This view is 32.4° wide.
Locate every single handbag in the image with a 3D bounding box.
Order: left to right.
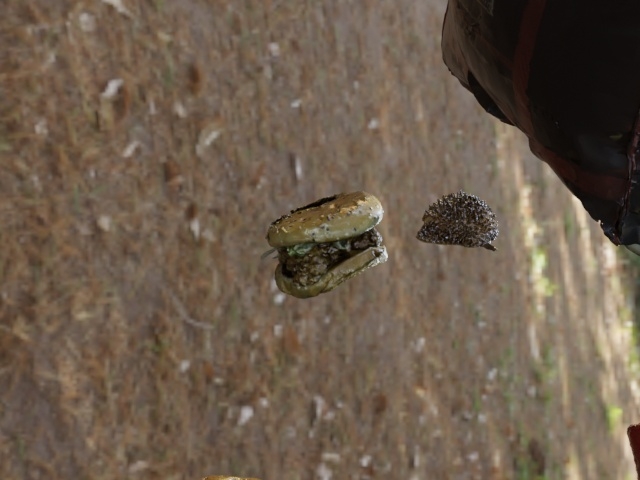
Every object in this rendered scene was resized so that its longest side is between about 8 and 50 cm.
[{"bbox_3d":[0.144,-0.116,0.543,0.215,0.155,0.169,-119,-161,-49],"label":"handbag"}]

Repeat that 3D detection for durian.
[{"bbox_3d":[0.195,-0.028,1.523,0.110,0.140,0.071,-27,122,-27],"label":"durian"}]

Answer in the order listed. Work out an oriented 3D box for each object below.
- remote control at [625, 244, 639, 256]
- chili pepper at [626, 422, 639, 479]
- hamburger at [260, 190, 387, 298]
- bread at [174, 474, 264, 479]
[{"bbox_3d":[0.424,-0.080,1.229,0.038,0.098,0.234,-3,116,-66],"label":"remote control"},{"bbox_3d":[0.508,0.399,1.463,0.131,0.134,0.338,109,-30,-73],"label":"chili pepper"},{"bbox_3d":[0.000,0.000,1.537,0.177,0.185,0.113,-63,143,-63],"label":"hamburger"},{"bbox_3d":[-0.164,0.414,1.560,0.198,0.236,0.120,-112,-162,-72],"label":"bread"}]
